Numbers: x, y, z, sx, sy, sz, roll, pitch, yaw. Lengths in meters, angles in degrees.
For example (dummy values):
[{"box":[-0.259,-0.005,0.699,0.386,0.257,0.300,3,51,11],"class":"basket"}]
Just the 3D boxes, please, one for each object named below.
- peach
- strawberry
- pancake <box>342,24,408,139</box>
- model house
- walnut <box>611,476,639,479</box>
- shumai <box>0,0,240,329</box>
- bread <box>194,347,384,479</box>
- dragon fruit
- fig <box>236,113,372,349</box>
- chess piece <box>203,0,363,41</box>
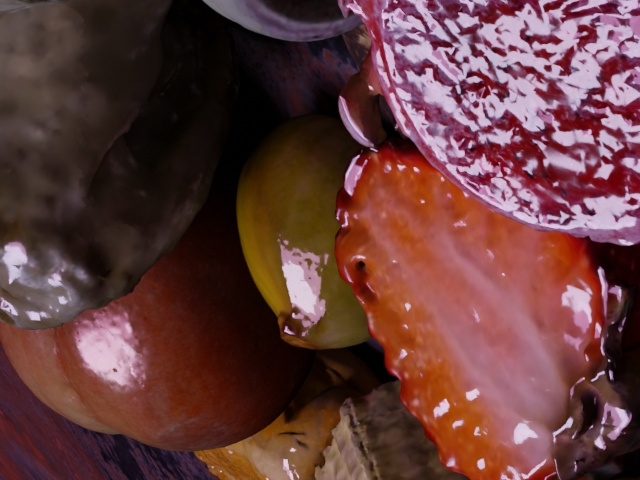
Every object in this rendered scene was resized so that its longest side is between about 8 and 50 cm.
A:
[{"box":[-0.120,0.029,1.158,0.252,0.252,0.252,40,155,22],"class":"peach"},{"box":[0.114,0.027,0.889,0.236,0.111,0.190,48,130,33],"class":"strawberry"},{"box":[0.074,-0.099,0.876,0.190,0.020,0.184,19,142,52],"class":"pancake"},{"box":[0.093,0.219,1.085,0.196,0.160,0.254,-114,6,-46],"class":"model house"},{"box":[0.237,0.215,0.978,0.211,0.087,0.167,57,164,-28],"class":"walnut"},{"box":[-0.228,-0.138,0.983,0.330,0.292,0.288,21,164,37],"class":"shumai"},{"box":[-0.050,0.136,1.323,0.294,0.132,0.167,25,148,43],"class":"bread"},{"box":[0.102,-0.100,0.662,0.211,0.147,0.282,15,141,54],"class":"dragon fruit"},{"box":[0.008,-0.008,1.020,0.136,0.120,0.153,75,170,-55],"class":"fig"},{"box":[-0.062,-0.216,0.839,0.271,0.139,0.139,44,160,46],"class":"chess piece"}]
